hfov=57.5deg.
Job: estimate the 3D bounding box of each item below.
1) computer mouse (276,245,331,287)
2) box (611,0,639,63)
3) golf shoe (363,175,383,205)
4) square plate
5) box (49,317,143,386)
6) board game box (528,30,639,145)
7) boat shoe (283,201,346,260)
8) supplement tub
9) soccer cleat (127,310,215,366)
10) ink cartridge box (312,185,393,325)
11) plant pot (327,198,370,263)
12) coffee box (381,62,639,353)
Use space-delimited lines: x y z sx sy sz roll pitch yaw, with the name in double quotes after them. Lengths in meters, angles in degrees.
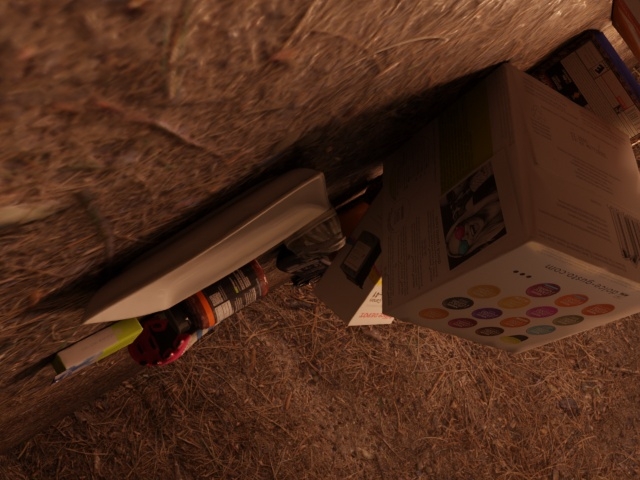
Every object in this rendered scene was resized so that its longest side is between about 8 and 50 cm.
-0.041 0.053 1.623 0.188 0.072 0.272 -20 159 15 "computer mouse"
0.628 -0.359 0.982 0.168 0.215 0.345 -34 175 27 "box"
0.187 -0.137 1.379 0.186 0.067 0.086 -32 177 8 "golf shoe"
-0.145 0.007 0.866 0.347 0.049 0.344 -32 176 0 "square plate"
-0.444 0.213 1.137 0.178 0.042 0.109 -28 174 -36 "box"
0.514 -0.255 1.236 0.291 0.232 0.141 -34 175 38 "board game box"
-0.007 0.000 1.347 0.118 0.103 0.320 -30 175 -15 "boat shoe"
-0.210 0.107 1.158 0.198 0.106 0.106 -28 175 -26 "supplement tub"
-0.299 0.186 1.337 0.331 0.116 0.143 -34 174 26 "soccer cleat"
0.157 0.040 1.340 0.226 0.131 0.306 10 116 -56 "ink cartridge box"
0.111 -0.015 1.536 0.188 0.205 0.205 -14 171 -14 "plant pot"
0.335 -0.031 1.038 0.338 0.338 0.334 19 146 -26 "coffee box"
